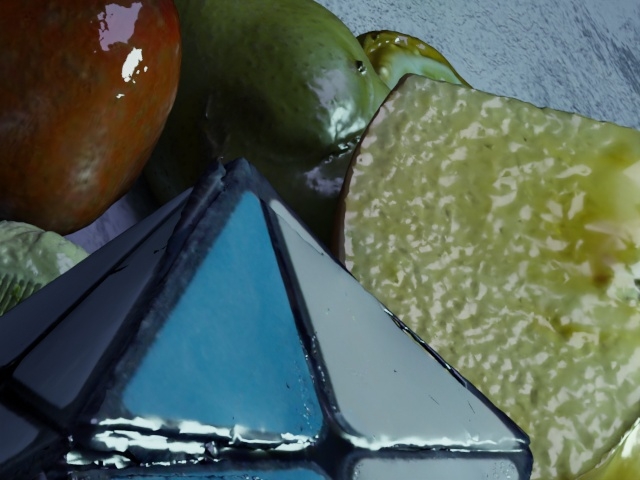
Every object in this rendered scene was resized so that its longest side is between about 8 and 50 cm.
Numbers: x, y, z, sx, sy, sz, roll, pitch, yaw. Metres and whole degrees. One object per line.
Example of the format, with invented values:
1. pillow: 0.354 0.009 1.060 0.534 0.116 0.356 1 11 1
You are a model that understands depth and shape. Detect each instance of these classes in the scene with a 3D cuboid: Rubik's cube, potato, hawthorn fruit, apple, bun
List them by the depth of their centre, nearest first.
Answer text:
1. Rubik's cube: -0.086 0.187 1.064 0.307 0.310 0.305 47 31 -15
2. bun: -0.203 0.034 1.251 0.115 0.115 0.069 41 26 -25
3. hawthorn fruit: -0.179 -0.124 1.291 0.199 0.251 0.199 37 22 -18
4. apple: 0.138 0.063 1.322 0.314 0.252 0.309 41 52 -45
5. potato: -0.043 -0.088 1.513 0.351 0.218 0.202 52 -10 -2

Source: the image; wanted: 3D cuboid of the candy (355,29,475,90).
1. candy: 0.085 -0.081 1.778 0.260 0.118 0.260 34 39 -34
